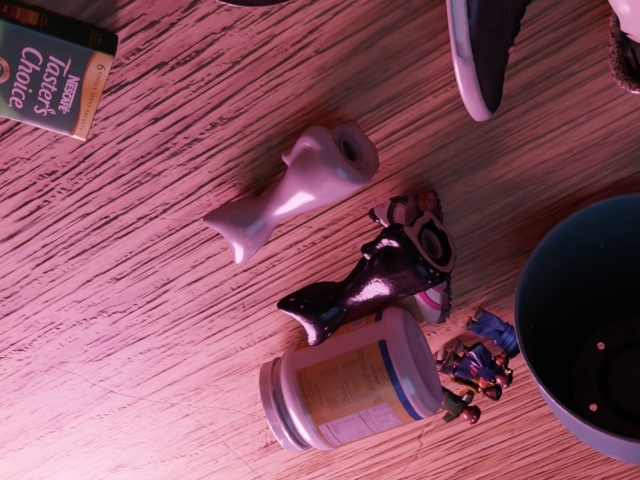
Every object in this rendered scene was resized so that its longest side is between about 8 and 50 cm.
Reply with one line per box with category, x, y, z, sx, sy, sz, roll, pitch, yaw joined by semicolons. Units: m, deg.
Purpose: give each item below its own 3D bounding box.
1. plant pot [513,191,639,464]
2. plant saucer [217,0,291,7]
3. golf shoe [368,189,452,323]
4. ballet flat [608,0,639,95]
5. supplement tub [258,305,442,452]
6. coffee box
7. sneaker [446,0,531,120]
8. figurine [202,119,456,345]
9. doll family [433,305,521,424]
plant pot;0.379;0.126;1.095;0.293;0.293;0.235;-14;150;8
plant saucer;-0.058;-0.282;0.818;0.169;0.029;0.168;-2;134;-2
golf shoe;0.109;0.022;1.109;0.086;0.067;0.186;-7;125;12
ballet flat;0.297;-0.305;0.719;0.182;0.164;0.482;-33;141;-21
supplement tub;0.038;0.179;1.195;0.200;0.144;0.144;-22;132;16
coffee box;-0.294;-0.170;0.894;0.184;0.040;0.113;16;130;-20
sneaker;0.181;-0.234;0.833;0.147;0.104;0.295;-6;130;8
figurine;0.000;0.000;1.029;0.209;0.092;0.215;-34;103;31
doll family;0.215;0.168;1.249;0.111;0.076;0.193;30;132;-6
